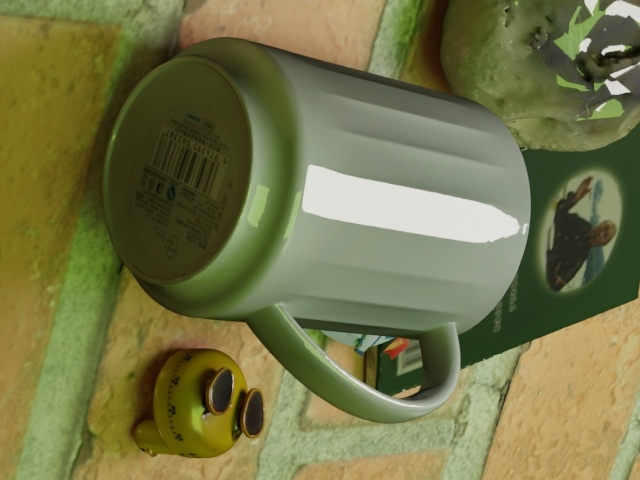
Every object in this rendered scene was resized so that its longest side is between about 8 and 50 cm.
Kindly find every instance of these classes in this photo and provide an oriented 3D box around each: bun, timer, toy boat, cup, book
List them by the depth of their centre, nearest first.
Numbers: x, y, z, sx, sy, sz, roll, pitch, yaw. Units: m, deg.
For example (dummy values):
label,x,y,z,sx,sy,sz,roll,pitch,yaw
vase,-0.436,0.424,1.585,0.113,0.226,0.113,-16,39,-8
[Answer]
label,x,y,z,sx,sy,sz,roll,pitch,yaw
cup,0.000,0.000,1.724,0.327,0.237,0.322,9,64,-45
timer,-0.121,0.155,1.872,0.107,0.109,0.107,5,84,-56
bun,0.248,-0.206,1.911,0.273,0.168,0.272,-14,116,-29
toy boat,0.023,0.072,1.964,0.105,0.034,0.149,-31,128,-6
book,0.203,0.004,2.085,0.371,0.043,0.260,-18,127,-31
